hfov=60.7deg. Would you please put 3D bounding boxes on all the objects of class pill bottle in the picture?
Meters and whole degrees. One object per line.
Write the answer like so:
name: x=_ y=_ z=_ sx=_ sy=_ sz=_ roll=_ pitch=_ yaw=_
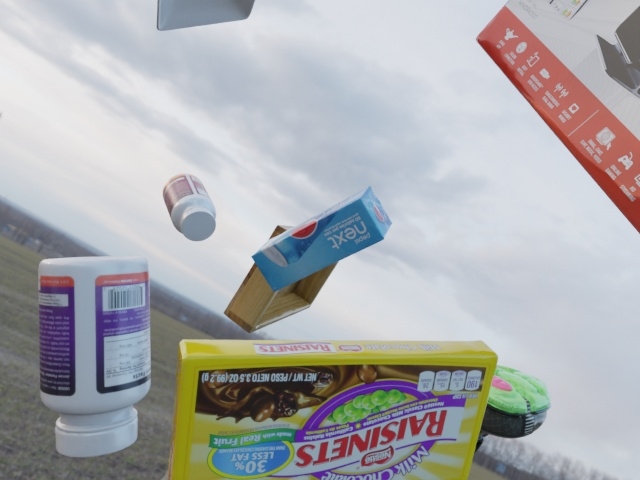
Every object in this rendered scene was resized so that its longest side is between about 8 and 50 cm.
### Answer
pill bottle: x=-0.251 y=-0.063 z=1.055 sx=0.086 sy=0.086 sz=0.152 roll=37 pitch=10 yaw=-38
pill bottle: x=-0.233 y=0.115 z=0.570 sx=0.108 sy=0.194 sz=0.108 roll=0 pitch=0 yaw=0

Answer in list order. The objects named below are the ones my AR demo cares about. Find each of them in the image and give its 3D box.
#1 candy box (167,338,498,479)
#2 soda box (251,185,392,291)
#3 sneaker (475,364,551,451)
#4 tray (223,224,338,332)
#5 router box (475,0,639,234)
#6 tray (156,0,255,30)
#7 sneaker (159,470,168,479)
candy box: x=0.012 y=0.115 z=0.349 sx=0.205 sy=0.105 sz=0.027 roll=4 pitch=18 yaw=-19
soda box: x=0.000 y=0.000 z=0.839 sx=0.210 sy=0.067 sz=0.071 roll=-27 pitch=-79 yaw=26
sneaker: x=0.205 y=0.317 z=0.892 sx=0.185 sy=0.203 sz=0.483 roll=9 pitch=-26 yaw=-13
tray: x=-0.056 y=0.071 z=1.214 sx=0.076 sy=0.203 sz=0.411 roll=34 pitch=8 yaw=12
router box: x=0.322 y=-0.183 z=0.435 sx=0.082 sy=0.301 sz=0.336 roll=19 pitch=37 yaw=-35
tray: x=-0.139 y=-0.359 z=0.696 sx=0.030 sy=0.145 sz=0.270 roll=71 pitch=-20 yaw=5
sneaker: x=-0.058 y=0.262 z=0.388 sx=0.100 sy=0.108 sz=0.271 roll=51 pitch=-3 yaw=-39
